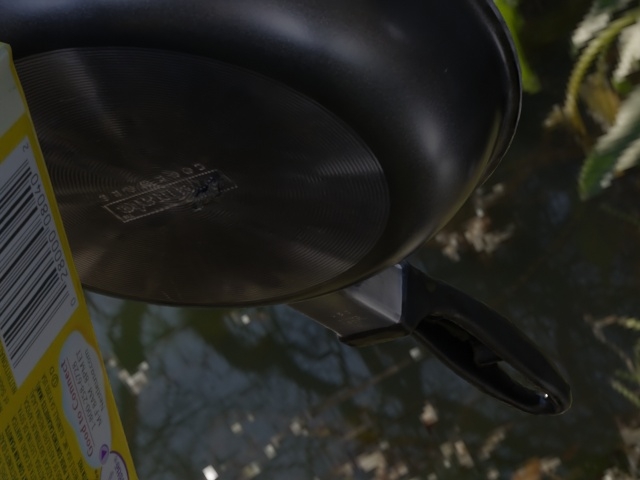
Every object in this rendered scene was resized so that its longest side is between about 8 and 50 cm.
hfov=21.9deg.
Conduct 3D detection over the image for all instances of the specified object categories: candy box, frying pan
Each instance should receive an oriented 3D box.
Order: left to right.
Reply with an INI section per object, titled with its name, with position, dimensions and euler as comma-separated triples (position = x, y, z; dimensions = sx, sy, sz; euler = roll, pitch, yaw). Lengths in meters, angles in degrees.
[candy box]
position = -0.083, 0.066, 0.405
dimensions = 0.027, 0.206, 0.105
euler = 5, 35, 24
[frying pan]
position = -0.029, 0.000, 0.525
dimensions = 0.197, 0.326, 0.053
euler = -2, 57, 12
